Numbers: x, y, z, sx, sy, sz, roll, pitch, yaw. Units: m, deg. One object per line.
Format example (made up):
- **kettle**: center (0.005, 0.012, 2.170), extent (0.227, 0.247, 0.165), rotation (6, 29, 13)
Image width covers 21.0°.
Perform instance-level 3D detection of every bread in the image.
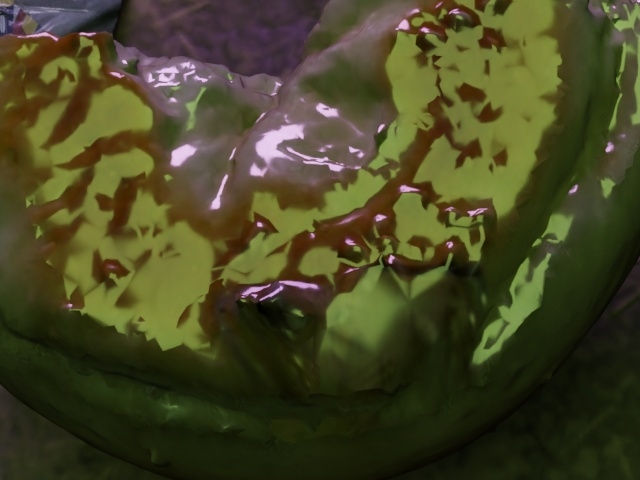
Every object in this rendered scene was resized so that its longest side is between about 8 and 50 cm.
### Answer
- **bread**: center (0.004, 0.003, 0.686), extent (0.314, 0.171, 0.192), rotation (-14, 74, 3)

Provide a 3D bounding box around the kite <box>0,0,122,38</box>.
- **kite**: center (-0.145, -0.080, 0.785), extent (0.141, 0.015, 0.245), rotation (2, 77, -22)
